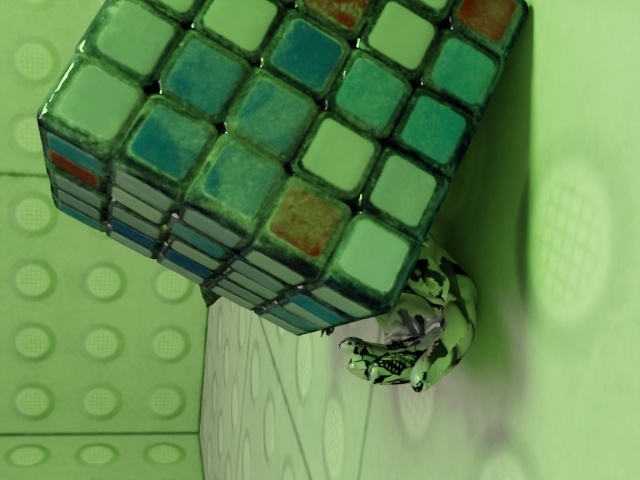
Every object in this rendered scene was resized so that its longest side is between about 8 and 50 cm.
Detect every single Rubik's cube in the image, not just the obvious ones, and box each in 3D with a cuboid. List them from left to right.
[{"bbox_3d":[-0.045,-0.108,0.742,0.287,0.293,0.292,-63,6,-16],"label":"Rubik's cube"}]

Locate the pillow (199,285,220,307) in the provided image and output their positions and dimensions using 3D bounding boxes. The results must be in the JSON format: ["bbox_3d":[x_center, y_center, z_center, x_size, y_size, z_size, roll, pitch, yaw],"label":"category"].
[{"bbox_3d":[-0.084,-0.092,1.075,0.228,0.101,0.326,107,172,-65],"label":"pillow"}]

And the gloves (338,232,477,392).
[{"bbox_3d":[0.086,0.066,0.744,0.127,0.111,0.212,-49,25,22],"label":"gloves"}]
